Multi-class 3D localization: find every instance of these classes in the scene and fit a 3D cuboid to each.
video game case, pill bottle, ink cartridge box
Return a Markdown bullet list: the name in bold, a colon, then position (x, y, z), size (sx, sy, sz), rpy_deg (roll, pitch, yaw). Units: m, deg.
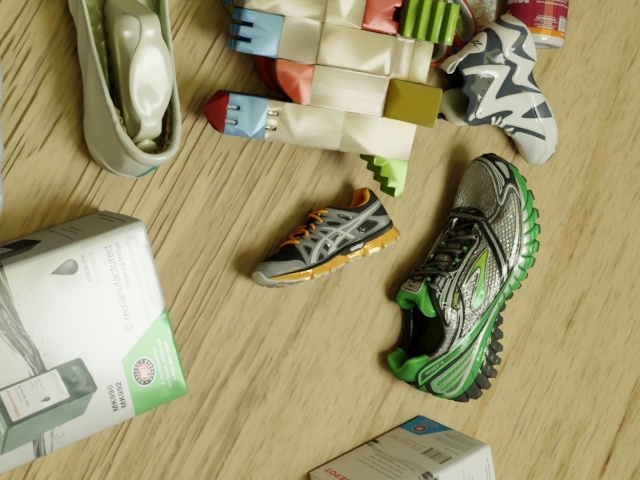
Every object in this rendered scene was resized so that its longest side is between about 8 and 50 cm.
- **video game case**: position (0.204, -0.294, 1.479), size (0.087, 0.011, 0.122), rpy_deg (2, 96, -34)
- **pill bottle**: position (0.306, -0.348, 1.494), size (0.086, 0.086, 0.152), rpy_deg (3, 95, -34)
- **ink cartridge box**: position (-0.312, 0.113, 1.130), size (0.289, 0.121, 0.211), rpy_deg (-22, 108, -29)
- **ink cartridge box**: position (0.110, 0.327, 1.427), size (0.203, 0.148, 0.086), rpy_deg (-22, 110, -28)

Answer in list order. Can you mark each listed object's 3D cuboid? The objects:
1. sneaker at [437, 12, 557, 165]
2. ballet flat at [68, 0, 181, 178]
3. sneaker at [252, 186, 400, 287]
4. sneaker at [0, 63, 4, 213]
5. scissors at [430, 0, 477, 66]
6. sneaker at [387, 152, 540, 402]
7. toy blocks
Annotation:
- **sneaker**: position (0.232, -0.178, 1.475), size (0.153, 0.094, 0.235), rpy_deg (-29, 133, -8)
- **ballet flat**: position (-0.207, -0.263, 1.139), size (0.139, 0.139, 0.400), rpy_deg (-14, 104, -31)
- **sneaker**: position (0.000, 0.000, 1.354), size (0.214, 0.084, 0.083), rpy_deg (-24, 97, -32)
- **sneaker**: position (-0.398, -0.126, 1.048), size (0.153, 0.101, 0.269), rpy_deg (-8, 104, -35)
- **scissors**: position (0.102, -0.356, 1.395), size (0.109, 0.021, 0.297), rpy_deg (-46, 114, -13)
- **sneaker**: position (0.191, 0.048, 1.448), size (0.146, 0.134, 0.344), rpy_deg (14, 90, -34)
- **toy blocks**: position (0.000, -0.259, 1.267), size (0.260, 0.191, 0.382), rpy_deg (6, 102, -21)
